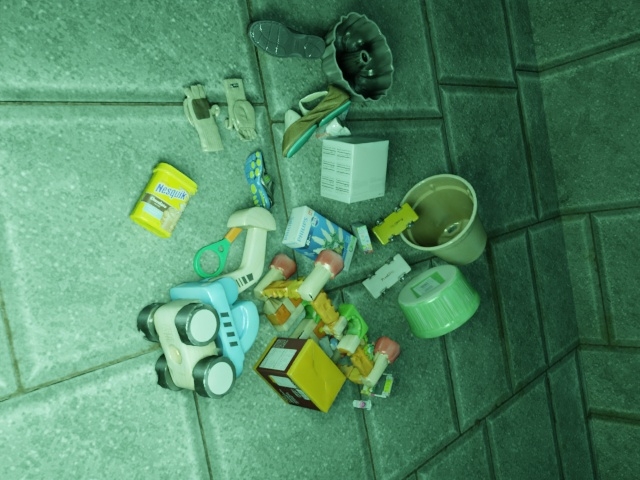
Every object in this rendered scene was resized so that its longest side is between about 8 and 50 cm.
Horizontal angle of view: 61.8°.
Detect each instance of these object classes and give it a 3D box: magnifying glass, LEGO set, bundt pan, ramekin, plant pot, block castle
[{"bbox_3d":[-0.295,0.018,1.606,0.092,0.026,0.231,52,56,-25],"label":"magnifying glass"},{"bbox_3d":[0.195,0.468,1.947,0.132,0.107,0.287,9,80,-42],"label":"LEGO set"},{"bbox_3d":[0.123,-0.664,1.994,0.330,0.124,0.331,5,83,-41],"label":"bundt pan"},{"bbox_3d":[0.450,0.227,2.086,0.303,0.303,0.148,-44,107,-36],"label":"ramekin"},{"bbox_3d":[0.529,-0.054,2.198,0.305,0.333,0.334,36,62,-46],"label":"plant pot"},{"bbox_3d":[0.029,0.235,1.690,0.213,0.303,0.453,-52,119,-34],"label":"block castle"}]

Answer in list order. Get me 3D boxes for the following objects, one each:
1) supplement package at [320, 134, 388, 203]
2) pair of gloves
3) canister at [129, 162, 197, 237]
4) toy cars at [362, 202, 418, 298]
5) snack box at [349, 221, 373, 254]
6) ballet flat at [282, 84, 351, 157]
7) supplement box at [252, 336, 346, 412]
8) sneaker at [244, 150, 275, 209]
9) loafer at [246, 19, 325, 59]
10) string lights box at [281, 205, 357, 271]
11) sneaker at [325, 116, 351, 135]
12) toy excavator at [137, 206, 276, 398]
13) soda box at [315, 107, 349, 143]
[{"bbox_3d":[0.119,-0.256,1.892,0.194,0.149,0.203,-15,116,-43],"label":"supplement package"},{"bbox_3d":[-0.303,-0.381,1.629,0.240,0.042,0.204,-28,101,-43],"label":"pair of gloves"},{"bbox_3d":[-0.428,-0.106,1.464,0.126,0.073,0.170,37,64,-33],"label":"canister"},{"bbox_3d":[0.265,0.041,2.068,0.176,0.087,0.394,12,77,-6],"label":"toy cars"},{"bbox_3d":[0.148,-0.011,1.940,0.037,0.141,0.100,-20,100,-4],"label":"snack box"},{"bbox_3d":[-0.041,-0.418,1.819,0.124,0.116,0.342,45,70,2],"label":"ballet flat"},{"bbox_3d":[-0.066,0.411,1.655,0.191,0.194,0.129,53,54,-25],"label":"supplement box"},{"bbox_3d":[-0.189,-0.189,1.707,0.078,0.067,0.188,-19,97,-63],"label":"sneaker"},{"bbox_3d":[-0.126,-0.674,1.807,0.302,0.095,0.109,-1,116,-38],"label":"loafer"},{"bbox_3d":[0.000,0.000,1.840,0.259,0.076,0.133,31,66,-36],"label":"string lights box"},{"bbox_3d":[0.062,-0.393,1.877,0.152,0.061,0.054,2,62,-66],"label":"sneaker"},{"bbox_3d":[-0.267,0.158,1.500,0.445,0.222,0.433,-26,106,-49],"label":"toy excavator"},{"bbox_3d":[0.045,-0.436,1.942,0.063,0.058,0.183,35,64,-34],"label":"soda box"}]
